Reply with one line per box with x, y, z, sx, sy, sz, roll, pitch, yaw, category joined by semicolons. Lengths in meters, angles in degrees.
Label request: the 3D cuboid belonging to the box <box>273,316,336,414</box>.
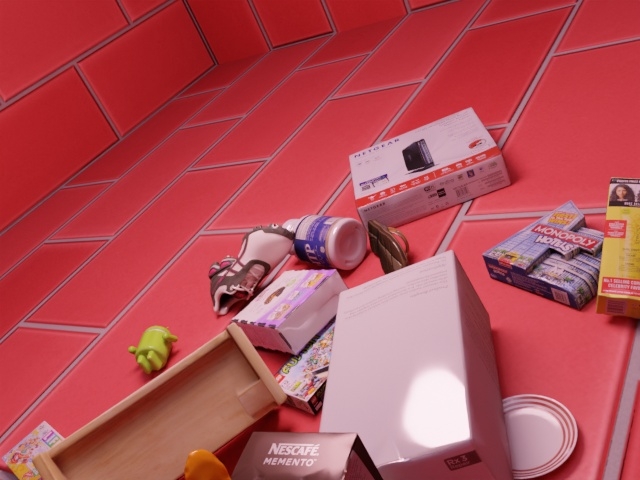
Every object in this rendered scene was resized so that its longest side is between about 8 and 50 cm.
0.010;0.209;1.184;0.114;0.036;0.207;7;42;46;box

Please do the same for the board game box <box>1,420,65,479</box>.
-0.544;0.419;1.295;0.154;0.026;0.103;10;44;48;board game box

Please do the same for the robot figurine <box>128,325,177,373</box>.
-0.351;0.228;1.415;0.101;0.067;0.115;-24;28;16;robot figurine

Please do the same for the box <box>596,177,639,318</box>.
0.482;0.008;1.036;0.087;0.058;0.232;7;56;24;box

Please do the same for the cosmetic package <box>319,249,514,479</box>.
0.133;0.206;0.947;0.217;0.156;0.385;-22;29;23;cosmetic package

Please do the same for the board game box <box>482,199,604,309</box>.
0.419;0.013;1.151;0.194;0.060;0.194;-38;30;-19;board game box

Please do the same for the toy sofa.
-0.238;0.294;1.046;0.362;0.150;0.177;-34;-9;-14;toy sofa

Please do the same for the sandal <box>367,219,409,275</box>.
0.148;0.014;1.372;0.060;0.090;0.219;-6;19;-9;sandal

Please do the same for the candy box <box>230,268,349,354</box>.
-0.058;0.132;1.290;0.165;0.070;0.196;-43;19;-26;candy box

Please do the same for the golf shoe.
-0.145;0.065;1.443;0.273;0.105;0.120;-39;38;39;golf shoe

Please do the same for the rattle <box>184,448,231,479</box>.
-0.110;0.386;0.886;0.130;0.143;0.200;-8;21;-6;rattle

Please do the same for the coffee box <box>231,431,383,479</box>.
0.015;0.332;0.750;0.141;0.246;0.098;-9;33;29;coffee box

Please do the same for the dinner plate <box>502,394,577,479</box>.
0.272;0.264;0.897;0.141;0.017;0.141;-19;30;11;dinner plate

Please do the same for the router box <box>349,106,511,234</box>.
0.241;-0.169;1.578;0.335;0.082;0.301;-21;29;10;router box

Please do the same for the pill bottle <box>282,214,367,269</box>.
0.000;0.000;1.462;0.186;0.112;0.112;7;42;46;pill bottle
